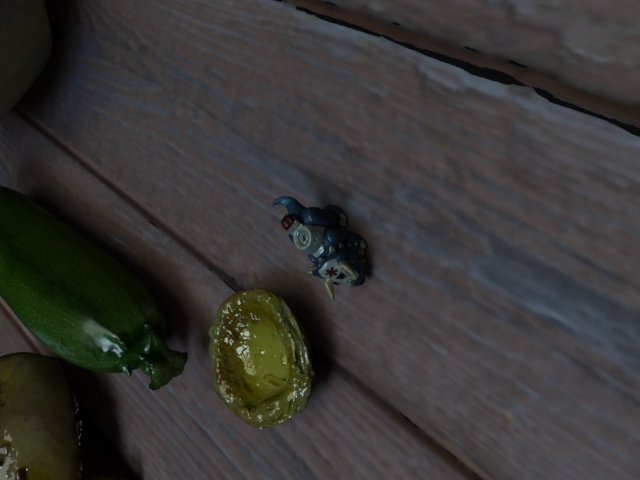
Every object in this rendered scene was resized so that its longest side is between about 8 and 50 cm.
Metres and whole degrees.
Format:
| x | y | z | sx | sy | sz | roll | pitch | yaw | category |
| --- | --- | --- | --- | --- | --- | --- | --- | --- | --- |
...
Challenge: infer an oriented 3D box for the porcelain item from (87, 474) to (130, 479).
| x | y | z | sx | sy | sz | roll | pitch | yaw | category |
| --- | --- | --- | --- | --- | --- | --- | --- | --- | --- |
| -0.181 | 0.320 | 0.561 | 0.084 | 0.054 | 0.213 | -13 | 76 | 38 | porcelain item |

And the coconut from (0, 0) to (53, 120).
| x | y | z | sx | sy | sz | roll | pitch | yaw | category |
| --- | --- | --- | --- | --- | --- | --- | --- | --- | --- |
| -0.435 | -0.221 | 0.600 | 0.323 | 0.323 | 0.322 | -1 | 88 | 39 | coconut |

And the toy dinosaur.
| x | y | z | sx | sy | sz | roll | pitch | yaw | category |
| --- | --- | --- | --- | --- | --- | --- | --- | --- | --- |
| 0.000 | 0.000 | 0.428 | 0.030 | 0.047 | 0.083 | -48 | 63 | 29 | toy dinosaur |

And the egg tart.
| x | y | z | sx | sy | sz | roll | pitch | yaw | category |
| --- | --- | --- | --- | --- | --- | --- | --- | --- | --- |
| -0.039 | 0.084 | 0.463 | 0.105 | 0.039 | 0.105 | -1 | 89 | 39 | egg tart |

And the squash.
| x | y | z | sx | sy | sz | roll | pitch | yaw | category |
| --- | --- | --- | --- | --- | --- | --- | --- | --- | --- |
| -0.253 | 0.037 | 0.600 | 0.379 | 0.101 | 0.101 | 25 | 105 | 35 | squash |

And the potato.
| x | y | z | sx | sy | sz | roll | pitch | yaw | category |
| --- | --- | --- | --- | --- | --- | --- | --- | --- | --- |
| -0.287 | 0.202 | 0.589 | 0.243 | 0.098 | 0.138 | 54 | 126 | 39 | potato |
